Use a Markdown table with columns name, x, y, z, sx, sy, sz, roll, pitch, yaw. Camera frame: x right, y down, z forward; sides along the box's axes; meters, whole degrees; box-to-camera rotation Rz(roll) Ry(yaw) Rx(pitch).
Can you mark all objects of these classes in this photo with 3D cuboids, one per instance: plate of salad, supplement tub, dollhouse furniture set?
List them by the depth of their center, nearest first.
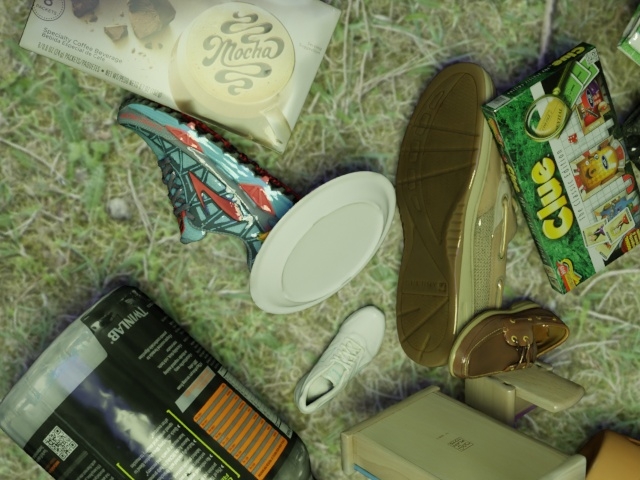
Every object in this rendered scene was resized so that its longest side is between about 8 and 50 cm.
| name | x | y | z | sx | sy | sz | roll | pitch | yaw |
| --- | --- | --- | --- | --- | --- | --- | --- | --- | --- |
| dollhouse furniture set | 0.178 | 0.324 | 0.982 | 0.286 | 0.198 | 0.303 | -20 | 117 | -36 |
| supplement tub | -0.158 | 0.227 | 1.002 | 0.338 | 0.207 | 0.207 | 44 | 90 | -1 |
| plate of salad | 0.000 | 0.000 | 1.026 | 0.200 | 0.200 | 0.048 | -45 | 59 | 0 |

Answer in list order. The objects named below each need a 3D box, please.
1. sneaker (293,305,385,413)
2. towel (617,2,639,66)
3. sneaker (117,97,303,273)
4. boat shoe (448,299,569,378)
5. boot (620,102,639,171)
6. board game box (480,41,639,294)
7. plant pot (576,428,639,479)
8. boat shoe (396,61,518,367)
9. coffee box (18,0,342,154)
| name | x | y | z | sx | sy | sz | roll | pitch | yaw |
| --- | --- | --- | --- | --- | --- | --- | --- | --- | --- |
| sneaker | 0.026 | 0.143 | 1.079 | 0.054 | 0.061 | 0.152 | 37 | 89 | 0 |
| towel | 0.473 | -0.273 | 0.973 | 0.248 | 0.038 | 0.325 | 32 | 83 | -15 |
| sneaker | -0.135 | -0.057 | 1.051 | 0.262 | 0.104 | 0.125 | 37 | 92 | -1 |
| boat shoe | 0.209 | 0.111 | 1.018 | 0.178 | 0.060 | 0.064 | -16 | 118 | -43 |
| boot | 0.400 | -0.221 | 1.046 | 0.348 | 0.131 | 0.260 | 39 | 90 | -2 |
| board game box | 0.279 | -0.073 | 1.030 | 0.136 | 0.030 | 0.259 | -32 | 120 | -5 |
| plant pot | 0.336 | 0.342 | 0.993 | 0.203 | 0.291 | 0.291 | 34 | 90 | 13 |
| boat shoe | 0.161 | -0.028 | 1.063 | 0.110 | 0.122 | 0.341 | 2 | 97 | -40 |
| coffee box | -0.149 | -0.231 | 1.008 | 0.297 | 0.119 | 0.168 | 22 | 99 | -11 |
